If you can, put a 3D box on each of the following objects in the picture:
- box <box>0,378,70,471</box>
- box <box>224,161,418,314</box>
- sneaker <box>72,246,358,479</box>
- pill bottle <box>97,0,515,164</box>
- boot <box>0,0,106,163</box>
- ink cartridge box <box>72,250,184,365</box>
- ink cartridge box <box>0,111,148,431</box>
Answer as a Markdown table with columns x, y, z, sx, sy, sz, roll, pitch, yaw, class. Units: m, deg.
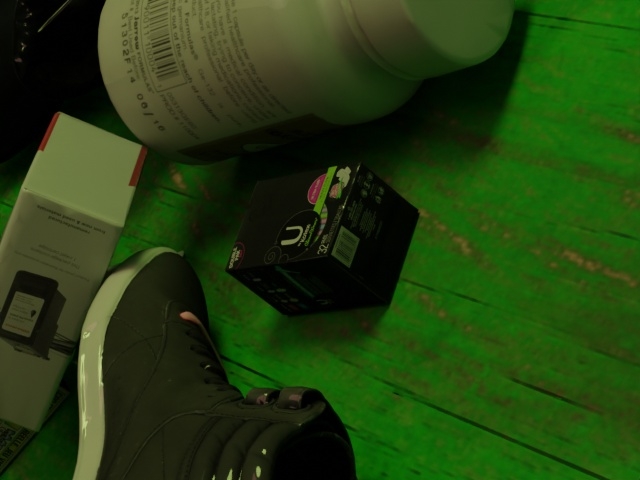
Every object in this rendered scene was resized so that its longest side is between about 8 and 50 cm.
| x | y | z | sx | sy | sz | roll | pitch | yaw | class |
| --- | --- | --- | --- | --- | --- | --- | --- | --- | --- |
| -0.239 | 0.080 | 1.290 | 0.114 | 0.036 | 0.207 | -48 | 35 | 7 | box |
| 0.000 | 0.000 | 1.069 | 0.083 | 0.052 | 0.062 | -9 | 52 | 47 | box |
| -0.047 | 0.097 | 1.013 | 0.146 | 0.105 | 0.296 | -18 | 35 | 17 | sneaker |
| -0.008 | -0.125 | 1.120 | 0.229 | 0.131 | 0.131 | -12 | 51 | 43 | pill bottle |
| -0.188 | -0.130 | 1.303 | 0.246 | 0.094 | 0.207 | -50 | 14 | 13 | boot |
| -0.116 | 0.039 | 1.190 | 0.048 | 0.028 | 0.083 | -18 | 47 | 40 | ink cartridge box |
| -0.160 | 0.019 | 1.142 | 0.109 | 0.063 | 0.150 | -84 | 17 | -62 | ink cartridge box |
